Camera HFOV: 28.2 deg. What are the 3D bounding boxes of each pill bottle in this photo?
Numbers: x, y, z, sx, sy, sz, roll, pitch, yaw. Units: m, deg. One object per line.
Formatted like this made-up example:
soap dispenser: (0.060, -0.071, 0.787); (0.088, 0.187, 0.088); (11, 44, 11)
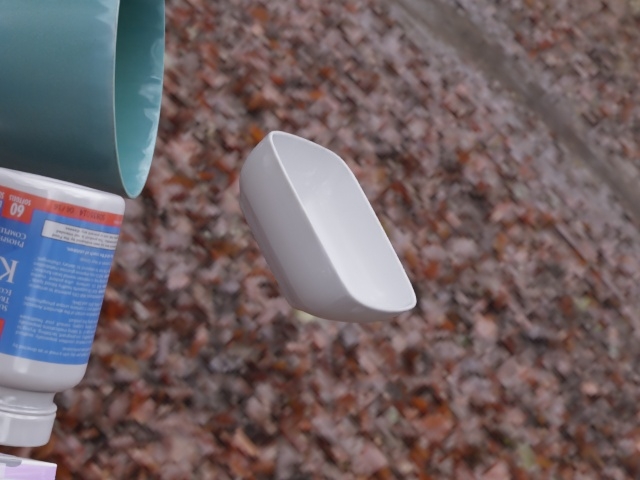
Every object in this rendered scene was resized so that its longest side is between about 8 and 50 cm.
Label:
pill bottle: (-0.250, 0.057, 1.082); (0.124, 0.222, 0.124); (13, 1, 0)

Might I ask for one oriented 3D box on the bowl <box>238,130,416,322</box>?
bowl: (0.000, 0.000, 0.896); (0.142, 0.053, 0.142); (62, 19, 16)

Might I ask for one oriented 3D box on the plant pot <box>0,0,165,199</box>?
plant pot: (-0.303, -0.195, 1.341); (0.235, 0.293, 0.293); (3, 30, 2)

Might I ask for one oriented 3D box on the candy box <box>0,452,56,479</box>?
candy box: (-0.388, 0.249, 1.315); (0.164, 0.196, 0.070); (14, 79, -33)
